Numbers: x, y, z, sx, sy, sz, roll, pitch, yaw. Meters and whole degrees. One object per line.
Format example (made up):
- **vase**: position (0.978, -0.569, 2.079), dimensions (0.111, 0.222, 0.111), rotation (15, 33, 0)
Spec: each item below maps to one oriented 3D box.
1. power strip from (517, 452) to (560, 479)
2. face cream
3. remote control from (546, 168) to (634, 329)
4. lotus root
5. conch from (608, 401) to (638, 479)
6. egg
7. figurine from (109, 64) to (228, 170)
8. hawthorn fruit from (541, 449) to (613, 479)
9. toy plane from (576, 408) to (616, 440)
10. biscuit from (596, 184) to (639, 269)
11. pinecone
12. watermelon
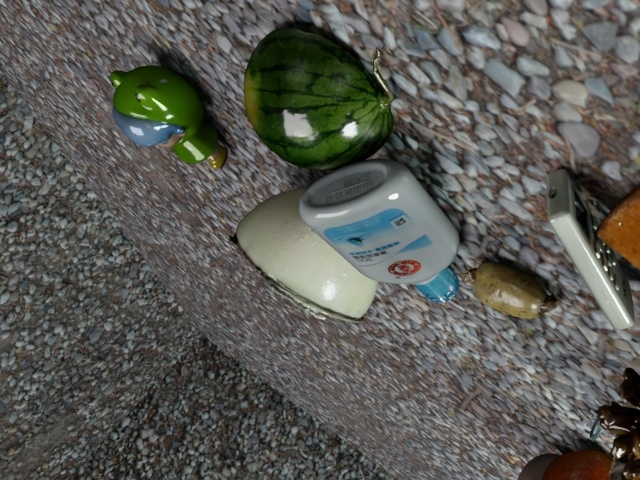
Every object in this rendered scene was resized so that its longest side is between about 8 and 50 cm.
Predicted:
- **power strip**: position (0.441, 0.479, 1.612), dimensions (0.154, 0.154, 0.078), rotation (48, 163, -16)
- **face cream**: position (0.111, 0.001, 1.231), dimensions (0.163, 0.080, 0.337), rotation (-17, 147, 22)
- **remote control**: position (0.301, 0.014, 0.959), dimensions (0.029, 0.087, 0.190), rotation (-22, 121, 28)
- **lotus root**: position (0.257, 0.068, 1.206), dimensions (0.152, 0.063, 0.072), rotation (21, 163, 41)
- **conch**: position (0.471, 0.309, 1.175), dimensions (0.178, 0.163, 0.245), rotation (5, 111, 38)
- **egg**: position (0.004, 0.003, 1.444), dimensions (0.264, 0.174, 0.286), rotation (37, -172, 8)
- **figurine**: position (-0.268, -0.217, 1.561), dimensions (0.162, 0.143, 0.263), rotation (38, -179, 38)
- **hawthorn fruit**: position (0.456, 0.456, 1.484), dimensions (0.189, 0.189, 0.189), rotation (38, 162, 15)
- **toy plane**: position (0.445, 0.299, 1.388), dimensions (0.078, 0.031, 0.083), rotation (33, 160, 27)
- **biscuit**: position (0.396, 0.017, 0.820), dimensions (0.306, 0.043, 0.284), rotation (25, 159, 49)
- **pinecone**: position (0.433, 0.226, 1.018), dimensions (0.212, 0.169, 0.185), rotation (11, 121, 61)
- **watermelon**: position (-0.015, -0.168, 1.135), dimensions (0.232, 0.127, 0.204), rotation (23, 151, 34)
